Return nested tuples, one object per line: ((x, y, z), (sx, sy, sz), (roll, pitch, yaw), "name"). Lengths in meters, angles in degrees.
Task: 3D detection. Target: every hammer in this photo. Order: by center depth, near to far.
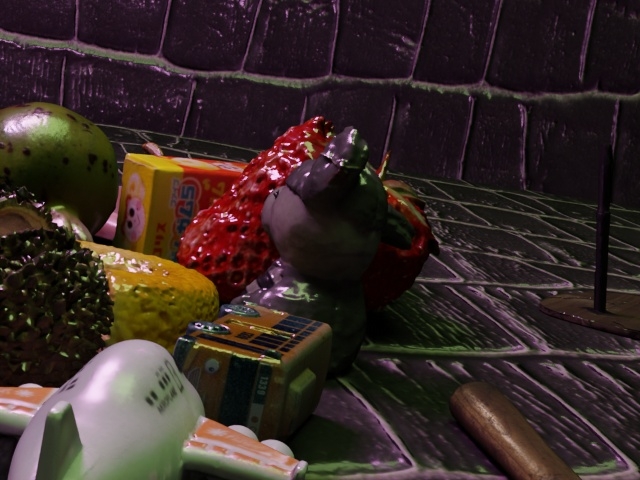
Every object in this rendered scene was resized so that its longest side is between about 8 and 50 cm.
((0.179, 0.188, 0.810), (0.168, 0.044, 0.440), (7, 10, -14), "hammer")

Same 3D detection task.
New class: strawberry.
((-0.011, -0.007, 1.322), (0.261, 0.258, 0.261), (39, 11, -9), "strawberry")

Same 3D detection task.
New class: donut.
((-0.161, 0.069, 1.025), (0.152, 0.101, 0.259), (11, 4, -28), "donut")

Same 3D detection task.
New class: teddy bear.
((0.004, 0.016, 1.128), (0.144, 0.251, 0.171), (22, 1, 44), "teddy bear")

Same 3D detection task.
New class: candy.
((-0.125, -0.026, 1.444), (0.276, 0.146, 0.088), (4, 12, -39), "candy")

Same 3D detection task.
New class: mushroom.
((-0.275, -0.111, 1.951), (0.088, 0.073, 0.129), (-14, 56, -34), "mushroom")

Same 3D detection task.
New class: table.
((0.513, 0.005, 1.597), (0.317, 0.249, 0.317), (10, 10, -2), "table")

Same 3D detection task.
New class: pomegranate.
((-0.330, -0.051, 1.317), (0.202, 0.202, 0.248), (4, 39, -33), "pomegranate")

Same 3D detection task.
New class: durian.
((-0.260, 0.048, 0.846), (0.196, 0.167, 0.196), (-6, 15, 2), "durian")

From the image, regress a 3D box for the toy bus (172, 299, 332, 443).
((-0.053, 0.110, 0.886), (0.103, 0.091, 0.182), (13, 8, 11), "toy bus")

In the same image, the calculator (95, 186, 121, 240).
((-0.285, -0.036, 1.616), (0.329, 0.048, 0.220), (18, 11, 29), "calculator")

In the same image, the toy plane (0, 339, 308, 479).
((-0.128, 0.121, 0.668), (0.244, 0.117, 0.245), (8, 10, -2), "toy plane")
